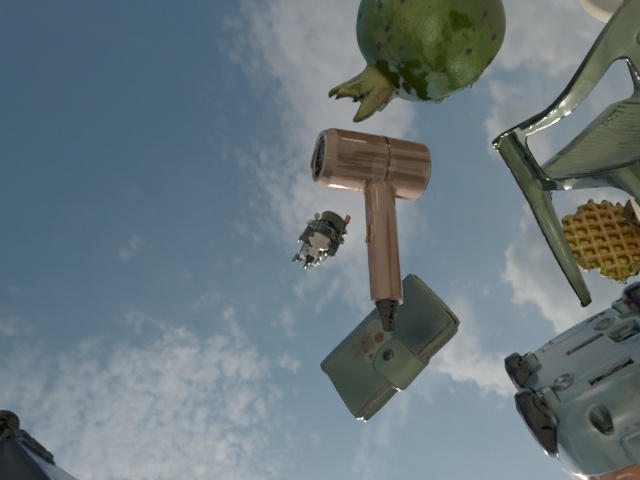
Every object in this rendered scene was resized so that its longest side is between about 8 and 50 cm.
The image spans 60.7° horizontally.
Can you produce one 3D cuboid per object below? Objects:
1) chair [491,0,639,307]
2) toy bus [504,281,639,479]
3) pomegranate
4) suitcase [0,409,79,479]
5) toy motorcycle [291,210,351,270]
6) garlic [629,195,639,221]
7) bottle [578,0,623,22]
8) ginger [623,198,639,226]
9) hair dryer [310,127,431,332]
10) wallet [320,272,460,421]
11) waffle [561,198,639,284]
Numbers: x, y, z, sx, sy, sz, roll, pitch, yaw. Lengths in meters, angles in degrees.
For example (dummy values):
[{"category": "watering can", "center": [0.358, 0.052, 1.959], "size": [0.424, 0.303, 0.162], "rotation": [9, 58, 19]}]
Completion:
[{"category": "chair", "center": [0.291, -0.092, 0.481], "size": [0.203, 0.190, 0.275], "rotation": [-41, -77, -13]}, {"category": "toy bus", "center": [0.344, 0.191, 0.583], "size": [0.232, 0.194, 0.287], "rotation": [54, -168, 7]}, {"category": "pomegranate", "center": [0.162, -0.344, 0.956], "size": [0.340, 0.260, 0.260], "rotation": [-43, -71, 0]}, {"category": "suitcase", "center": [-0.309, 0.409, 0.685], "size": [0.188, 0.345, 0.339], "rotation": [-53, -51, -28]}, {"category": "toy motorcycle", "center": [0.000, 0.000, 1.225], "size": [0.102, 0.221, 0.150], "rotation": [31, -93, 0]}, {"category": "garlic", "center": [0.809, -0.076, 1.131], "size": [0.317, 0.317, 0.260], "rotation": [-25, -46, -41]}, {"category": "bottle", "center": [0.404, -0.330, 0.620], "size": [0.236, 0.147, 0.148], "rotation": [-22, -89, -36]}, {"category": "ginger", "center": [0.937, -0.110, 1.356], "size": [0.172, 0.321, 0.165], "rotation": [32, -133, -13]}, {"category": "hair dryer", "center": [0.086, -0.022, 0.880], "size": [0.189, 0.107, 0.345], "rotation": [7, -118, -16]}, {"category": "wallet", "center": [0.168, 0.266, 1.377], "size": [0.360, 0.252, 0.083], "rotation": [-47, -56, 5]}, {"category": "waffle", "center": [0.784, -0.008, 1.496], "size": [0.245, 0.254, 0.052], "rotation": [-42, -38, -15]}]
